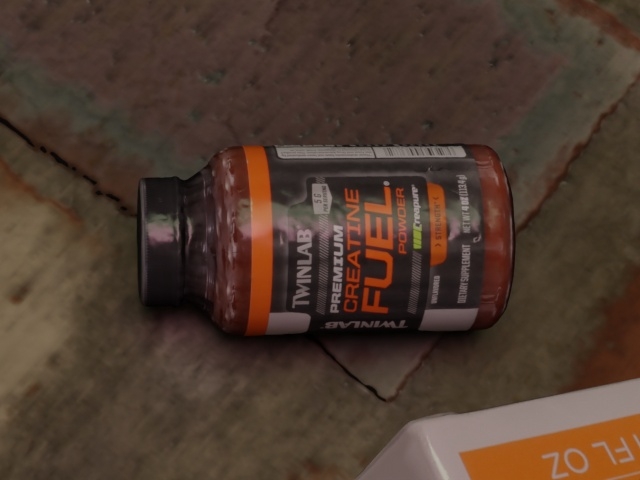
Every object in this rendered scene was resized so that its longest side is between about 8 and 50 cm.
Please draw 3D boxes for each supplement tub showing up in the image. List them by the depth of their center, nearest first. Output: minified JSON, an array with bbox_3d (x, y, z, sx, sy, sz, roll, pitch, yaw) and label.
[{"bbox_3d":[0.000,0.000,0.959,0.197,0.106,0.106,-2,63,-8],"label":"supplement tub"}]

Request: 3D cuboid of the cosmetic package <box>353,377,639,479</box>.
[{"bbox_3d":[0.182,0.290,0.766,0.230,0.161,0.453,-9,63,-32],"label":"cosmetic package"}]
